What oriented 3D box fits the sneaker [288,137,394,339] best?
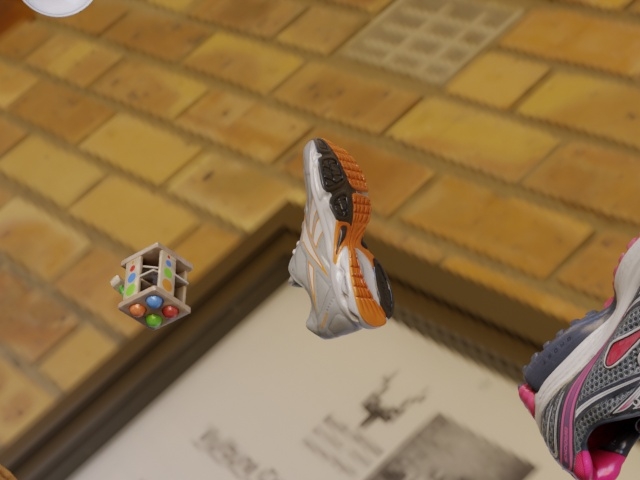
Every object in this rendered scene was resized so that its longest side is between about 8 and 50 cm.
[{"bbox_3d":[0.000,0.000,1.944,0.099,0.121,0.262,15,57,-48],"label":"sneaker"}]

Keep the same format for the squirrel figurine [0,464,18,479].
[{"bbox_3d":[-0.258,0.244,0.768,0.397,0.281,0.370,23,-56,14],"label":"squirrel figurine"}]

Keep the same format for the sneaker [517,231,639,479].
[{"bbox_3d":[0.292,0.082,1.301,0.299,0.121,0.112,-56,-142,32],"label":"sneaker"}]

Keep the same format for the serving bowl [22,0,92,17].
[{"bbox_3d":[-0.245,-0.246,1.439,0.083,0.083,0.027,51,-14,-10],"label":"serving bowl"}]

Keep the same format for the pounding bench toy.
[{"bbox_3d":[-0.174,0.054,1.542,0.083,0.065,0.052,-26,-44,31],"label":"pounding bench toy"}]
